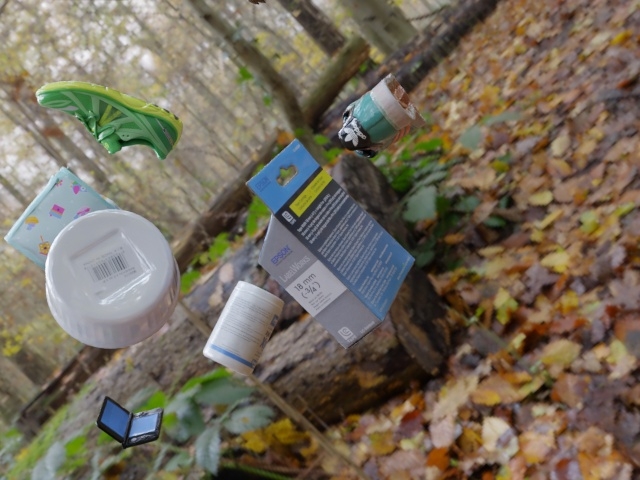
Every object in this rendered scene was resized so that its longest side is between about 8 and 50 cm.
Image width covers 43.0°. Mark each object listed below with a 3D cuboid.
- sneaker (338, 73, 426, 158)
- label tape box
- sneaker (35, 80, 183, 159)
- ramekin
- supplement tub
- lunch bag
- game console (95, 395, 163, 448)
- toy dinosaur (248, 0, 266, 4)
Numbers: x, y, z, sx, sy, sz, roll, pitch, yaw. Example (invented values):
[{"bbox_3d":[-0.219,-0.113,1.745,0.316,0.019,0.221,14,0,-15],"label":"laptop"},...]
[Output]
[{"bbox_3d":[0.097,-0.207,1.375,0.121,0.108,0.302,-35,-1,15],"label":"sneaker"},{"bbox_3d":[0.000,0.000,1.493,0.106,0.333,0.240,-42,5,32],"label":"label tape box"},{"bbox_3d":[-0.430,-0.241,1.641,0.109,0.296,0.123,-172,99,-76],"label":"sneaker"},{"bbox_3d":[-0.426,0.071,1.661,0.277,0.277,0.135,-47,-7,-23],"label":"ramekin"},{"bbox_3d":[-0.099,0.114,1.051,0.107,0.071,0.071,-64,9,-11],"label":"supplement tub"},{"bbox_3d":[-0.568,-0.016,1.892,0.223,0.262,0.160,-52,33,-7],"label":"lunch bag"},{"bbox_3d":[-0.378,0.353,1.621,0.107,0.071,0.122,-15,18,-1],"label":"game console"},{"bbox_3d":[-0.066,-0.305,0.866,0.183,0.092,0.053,-1,-2,-33],"label":"toy dinosaur"}]
